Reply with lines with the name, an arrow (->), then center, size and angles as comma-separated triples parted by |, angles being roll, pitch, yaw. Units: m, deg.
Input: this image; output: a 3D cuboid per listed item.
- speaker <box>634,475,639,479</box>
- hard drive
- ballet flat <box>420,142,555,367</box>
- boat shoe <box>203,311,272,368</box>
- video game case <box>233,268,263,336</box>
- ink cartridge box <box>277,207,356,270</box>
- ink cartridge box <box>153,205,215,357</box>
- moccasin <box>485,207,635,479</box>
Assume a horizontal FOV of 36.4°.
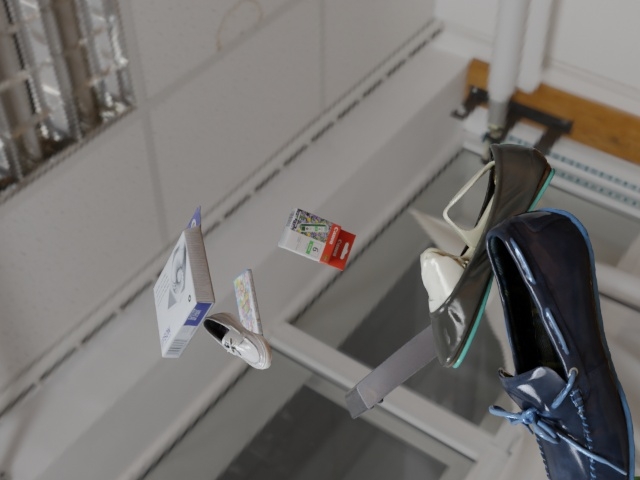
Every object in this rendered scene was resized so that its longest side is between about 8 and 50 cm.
speaker -> 0.457, 0.485, 1.336 | 0.131, 0.296, 0.131 | -14, -29, -8
hard drive -> 0.155, 0.215, 1.723 | 0.254, 0.054, 0.172 | -36, -8, -16
ballet flat -> 0.177, 0.010, 1.159 | 0.280, 0.096, 0.095 | -64, 1, -5
boat shoe -> -0.165, 0.195, 1.899 | 0.063, 0.184, 0.066 | -3, -58, -41
video game case -> -0.175, 0.162, 2.336 | 0.015, 0.166, 0.119 | -7, -12, -23
ink cartridge box -> 0.000, 0.000, 1.454 | 0.115, 0.029, 0.063 | 22, -95, -22
ink cartridge box -> -0.274, 0.080, 1.897 | 0.045, 0.224, 0.223 | 4, -36, -26
moccasin -> 0.236, 0.141, 1.041 | 0.116, 0.137, 0.342 | -7, -100, -28
